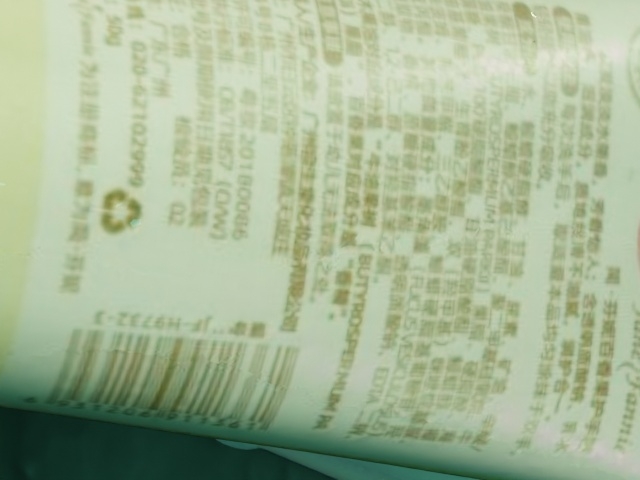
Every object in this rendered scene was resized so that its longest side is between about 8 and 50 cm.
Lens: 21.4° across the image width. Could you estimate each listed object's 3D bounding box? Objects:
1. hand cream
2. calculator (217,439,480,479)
[{"bbox_3d":[-0.014,-0.010,0.389,0.306,0.093,0.147,6,88,-18],"label":"hand cream"},{"bbox_3d":[0.000,0.000,0.462,0.210,0.039,0.121,26,86,-17],"label":"calculator"}]
